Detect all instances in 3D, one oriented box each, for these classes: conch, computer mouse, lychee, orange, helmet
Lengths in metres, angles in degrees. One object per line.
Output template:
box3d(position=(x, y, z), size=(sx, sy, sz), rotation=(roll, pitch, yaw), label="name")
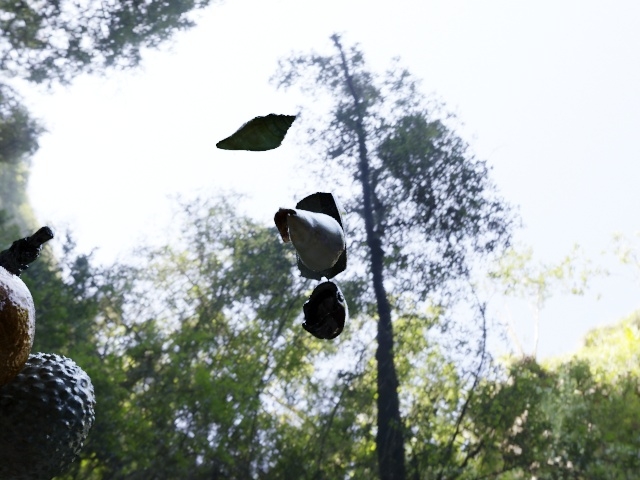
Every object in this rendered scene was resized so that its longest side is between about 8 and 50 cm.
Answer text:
box3d(position=(-0.132, -0.234, 1.453), size=(0.200, 0.095, 0.080), rotation=(-4, -79, 40), label="conch")
box3d(position=(0.003, 0.001, 1.432), size=(0.126, 0.071, 0.231), rotation=(-8, -61, -9), label="computer mouse")
box3d(position=(-0.027, -0.006, 1.102), size=(0.094, 0.176, 0.104), rotation=(-42, -120, 21), label="conch")
box3d(position=(-0.560, 0.330, 1.249), size=(0.274, 0.255, 0.255), rotation=(27, -46, -33), label="lychee")
box3d(position=(-0.611, 0.140, 1.088), size=(0.264, 0.264, 0.264), rotation=(12, -61, 22), label="orange")
box3d(position=(0.016, 0.151, 1.360), size=(0.098, 0.123, 0.070), rotation=(-23, -54, 34), label="helmet")

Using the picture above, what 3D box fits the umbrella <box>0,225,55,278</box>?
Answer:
box3d(position=(-0.600, 0.030, 1.337), size=(0.248, 0.071, 0.071), rotation=(-29, -81, 30), label="umbrella")
